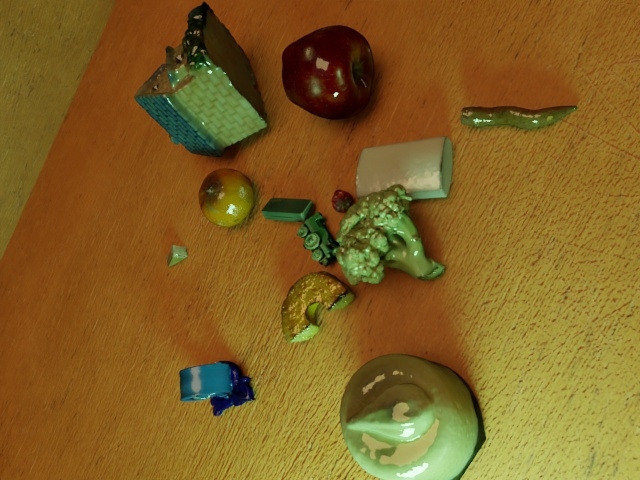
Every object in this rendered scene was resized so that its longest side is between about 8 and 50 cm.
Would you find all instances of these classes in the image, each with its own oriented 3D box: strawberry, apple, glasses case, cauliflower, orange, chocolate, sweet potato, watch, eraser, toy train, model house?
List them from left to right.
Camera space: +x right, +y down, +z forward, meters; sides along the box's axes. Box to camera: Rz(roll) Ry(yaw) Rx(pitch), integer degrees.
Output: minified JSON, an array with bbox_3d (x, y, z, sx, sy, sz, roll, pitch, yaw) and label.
[{"bbox_3d":[-0.483,-0.584,1.742,0.400,0.395,0.445,-28,54,17],"label":"model house"},{"bbox_3d":[-0.355,0.471,1.505,0.196,0.200,0.171,-33,58,26],"label":"watch"},{"bbox_3d":[-0.354,-0.160,1.693,0.224,0.170,0.224,-10,70,29],"label":"orange"},{"bbox_3d":[-0.112,-0.106,1.579,0.184,0.039,0.078,6,48,35],"label":"glasses case"},{"bbox_3d":[0.000,0.000,1.481,0.104,0.071,0.178,-38,58,7],"label":"toy train"},{"bbox_3d":[0.026,-0.541,1.491,0.317,0.288,0.288,20,89,43],"label":"apple"},{"bbox_3d":[0.064,-0.131,1.476,0.073,0.073,0.083,-50,43,12],"label":"strawberry"},{"bbox_3d":[0.169,0.006,1.249,0.281,0.260,0.327,46,138,36],"label":"cauliflower"},{"bbox_3d":[0.188,0.433,1.103,0.314,0.297,0.326,37,99,40],"label":"chocolate"},{"bbox_3d":[0.243,-0.205,1.359,0.270,0.095,0.174,-1,70,32],"label":"eraser"},{"bbox_3d":[0.523,-0.331,1.231,0.281,0.067,0.059,11,120,30],"label":"sweet potato"}]

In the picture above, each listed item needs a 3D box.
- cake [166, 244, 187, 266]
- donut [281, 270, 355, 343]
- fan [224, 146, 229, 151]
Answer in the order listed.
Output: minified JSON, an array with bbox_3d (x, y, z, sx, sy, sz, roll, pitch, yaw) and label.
[{"bbox_3d":[-0.592,0.070,1.874,0.121,0.065,0.052,-42,55,44],"label":"cake"},{"bbox_3d":[-0.020,0.185,1.420,0.259,0.101,0.152,-43,58,18],"label":"donut"},{"bbox_3d":[-0.366,-0.405,1.849,0.155,0.039,0.082,-14,68,29],"label":"fan"}]
